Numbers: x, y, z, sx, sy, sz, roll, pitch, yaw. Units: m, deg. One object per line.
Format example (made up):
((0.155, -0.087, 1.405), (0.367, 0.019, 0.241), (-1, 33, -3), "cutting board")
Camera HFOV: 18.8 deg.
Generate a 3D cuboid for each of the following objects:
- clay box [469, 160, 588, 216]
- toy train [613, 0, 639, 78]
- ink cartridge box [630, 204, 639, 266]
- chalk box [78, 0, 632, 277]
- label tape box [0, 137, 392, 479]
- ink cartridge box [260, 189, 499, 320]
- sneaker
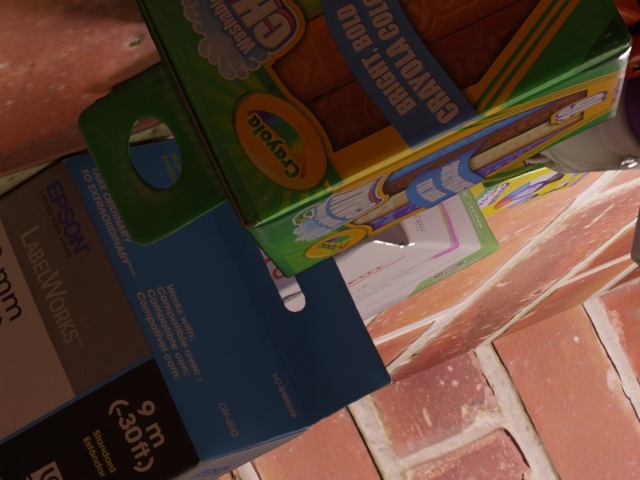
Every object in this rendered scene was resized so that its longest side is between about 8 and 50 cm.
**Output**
((0.191, -0.069, 1.955), (0.222, 0.053, 0.127), (-20, 167, -29), "clay box")
((0.189, -0.179, 1.363), (0.248, 0.105, 0.143), (-31, 154, 25), "toy train")
((0.395, -0.085, 1.692), (0.160, 0.279, 0.384), (11, 179, 16), "ink cartridge box")
((0.004, -0.100, 1.080), (0.289, 0.180, 0.179), (-27, 169, 0), "chalk box")
((-0.154, 0.072, 1.371), (0.333, 0.241, 0.106), (-30, 166, 19), "label tape box")
((0.000, 0.000, 1.682), (0.207, 0.119, 0.353), (-28, 170, 17), "ink cartridge box")
((0.273, -0.122, 1.839), (0.152, 0.114, 0.305), (-9, 177, 24), "sneaker")
